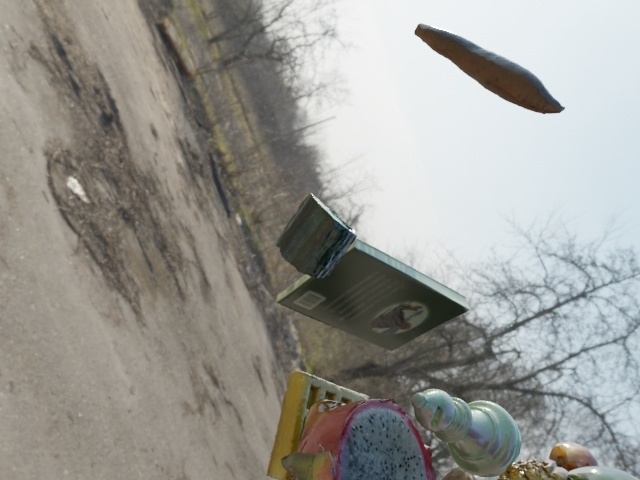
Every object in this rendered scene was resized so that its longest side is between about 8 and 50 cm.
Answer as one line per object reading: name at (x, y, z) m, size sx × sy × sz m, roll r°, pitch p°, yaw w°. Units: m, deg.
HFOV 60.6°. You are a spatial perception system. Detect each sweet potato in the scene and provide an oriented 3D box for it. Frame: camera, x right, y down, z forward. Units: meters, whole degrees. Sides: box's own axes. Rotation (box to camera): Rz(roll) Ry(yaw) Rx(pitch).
sweet potato at (0.252, -0.261, 0.832) m, size 0.264 × 0.057 × 0.057 m, roll 40°, pitch -13°, yaw 25°

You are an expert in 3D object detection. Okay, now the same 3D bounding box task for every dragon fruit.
dragon fruit at (0.051, 0.454, 1.044) m, size 0.305 × 0.226 × 0.305 m, roll 18°, pitch 62°, yaw -38°

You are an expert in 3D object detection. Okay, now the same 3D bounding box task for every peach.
peach at (0.534, 0.478, 1.166) m, size 0.101 × 0.100 × 0.101 m, roll 159°, pitch -90°, yaw -90°

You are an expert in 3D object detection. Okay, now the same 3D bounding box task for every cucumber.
cucumber at (0.000, 0.000, 0.926) m, size 0.116 × 0.115 × 0.062 m, roll 30°, pitch 18°, yaw -24°

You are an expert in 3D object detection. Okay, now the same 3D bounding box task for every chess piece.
chess piece at (0.242, 0.326, 0.977) m, size 0.271 × 0.139 × 0.139 m, roll 37°, pitch 21°, yaw -38°

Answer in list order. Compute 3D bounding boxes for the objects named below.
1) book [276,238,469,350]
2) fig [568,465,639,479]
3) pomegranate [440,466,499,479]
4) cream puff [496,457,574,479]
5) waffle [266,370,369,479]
book at (0.123, 0.137, 1.242) m, size 0.371 × 0.260 × 0.043 m, roll 28°, pitch 41°, yaw -32°
fig at (0.491, 0.490, 0.893) m, size 0.225 × 0.203 × 0.203 m, roll -141°, pitch -152°, yaw -71°
pomegranate at (0.404, 0.735, 1.344) m, size 0.341 × 0.285 × 0.285 m, roll -83°, pitch 155°, yaw -59°
cream puff at (0.322, 0.389, 0.832) m, size 0.119 × 0.133 × 0.104 m, roll 111°, pitch -37°, yaw -57°
waffle at (0.006, 0.426, 1.211) m, size 0.248 × 0.055 × 0.221 m, roll 31°, pitch 64°, yaw -40°
